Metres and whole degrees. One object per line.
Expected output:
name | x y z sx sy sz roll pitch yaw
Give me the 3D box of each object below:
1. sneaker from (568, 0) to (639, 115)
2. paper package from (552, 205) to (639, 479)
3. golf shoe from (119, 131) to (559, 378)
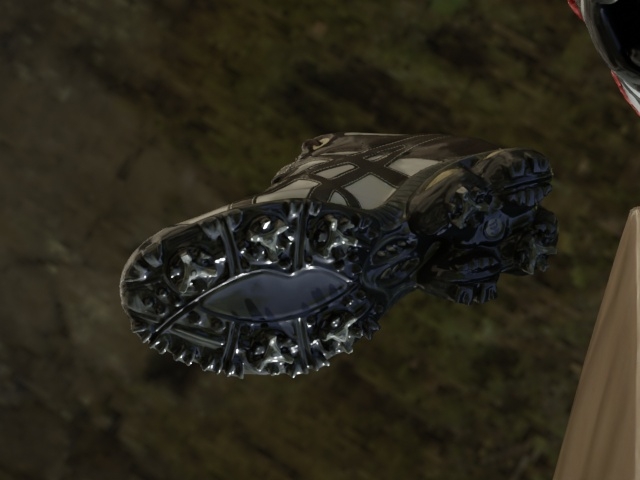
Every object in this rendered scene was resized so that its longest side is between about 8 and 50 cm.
sneaker | 0.259 -0.138 1.363 0.098 0.276 0.135 -34 -145 11
paper package | 0.200 0.184 0.941 0.325 0.168 0.309 -71 174 -65
golf shoe | 0.000 0.000 0.777 0.198 0.094 0.077 -11 115 -27
